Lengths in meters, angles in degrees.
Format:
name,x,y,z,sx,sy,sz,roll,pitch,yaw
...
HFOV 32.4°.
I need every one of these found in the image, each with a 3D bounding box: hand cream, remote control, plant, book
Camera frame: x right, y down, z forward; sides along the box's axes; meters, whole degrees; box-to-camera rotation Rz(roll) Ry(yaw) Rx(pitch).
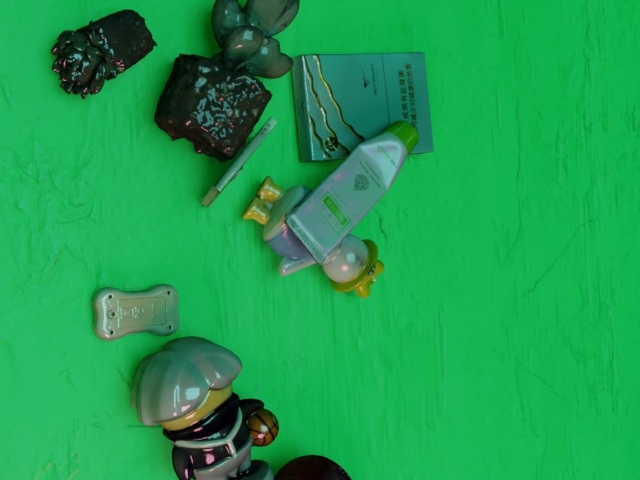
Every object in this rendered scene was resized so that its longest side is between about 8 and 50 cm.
name,x,y,z,sx,sy,sz,roll,pitch,yaw
hand cream,0.051,-0.082,1.613,0.079,0.050,0.275,36,56,10
remote control,-0.253,0.098,1.517,0.122,0.032,0.074,-1,89,-29
plant,-0.116,-0.248,1.540,0.149,0.146,0.274,34,72,-22
book,-0.116,-0.108,1.563,0.017,0.103,0.135,39,69,-5
plant,-0.292,-0.252,1.473,0.143,0.094,0.092,-38,117,-30

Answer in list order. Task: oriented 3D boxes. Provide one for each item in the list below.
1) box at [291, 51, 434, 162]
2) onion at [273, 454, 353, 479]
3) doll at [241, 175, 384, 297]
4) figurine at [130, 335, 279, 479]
name,x,y,z,sx,sy,sz,roll,pitch,yaw
box,0.067,-0.208,1.705,0.229,0.041,0.162,-7,92,-30
onion,-0.011,0.430,1.558,0.161,0.248,0.248,-12,95,1
doll,-0.001,0.000,1.629,0.241,0.099,0.135,38,43,-25
figurine,-0.152,0.242,1.516,0.176,0.133,0.236,-36,108,-35
